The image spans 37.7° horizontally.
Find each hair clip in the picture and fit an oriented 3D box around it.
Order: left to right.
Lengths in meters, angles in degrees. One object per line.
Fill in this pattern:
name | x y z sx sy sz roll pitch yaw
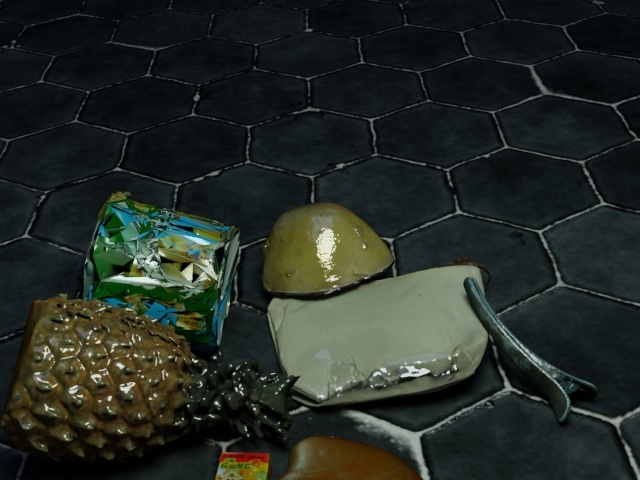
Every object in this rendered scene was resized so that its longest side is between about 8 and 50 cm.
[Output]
hair clip | 0.260 0.134 1.232 0.070 0.039 0.229 -28 65 -31

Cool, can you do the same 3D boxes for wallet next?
wallet | 0.088 0.126 1.316 0.335 0.068 0.275 -8 30 5

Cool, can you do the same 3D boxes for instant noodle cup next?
instant noodle cup | -0.217 0.055 1.320 0.178 0.240 0.240 8 34 1

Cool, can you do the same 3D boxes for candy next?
candy | -0.094 0.302 1.086 0.062 0.038 0.122 0 34 6

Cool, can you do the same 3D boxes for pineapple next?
pineapple | -0.207 0.189 1.167 0.361 0.202 0.202 12 32 -10

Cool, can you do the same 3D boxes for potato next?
potato | 0.000 0.000 1.418 0.202 0.117 0.182 -3 17 29

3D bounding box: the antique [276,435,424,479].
antique | 0.018 0.328 0.956 0.223 0.129 0.278 -5 34 -3
